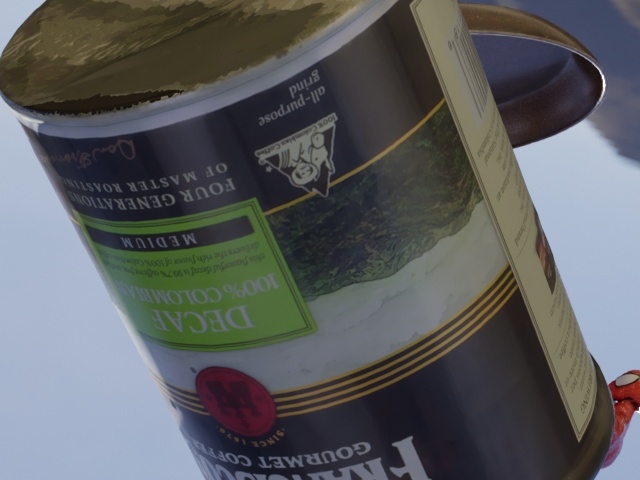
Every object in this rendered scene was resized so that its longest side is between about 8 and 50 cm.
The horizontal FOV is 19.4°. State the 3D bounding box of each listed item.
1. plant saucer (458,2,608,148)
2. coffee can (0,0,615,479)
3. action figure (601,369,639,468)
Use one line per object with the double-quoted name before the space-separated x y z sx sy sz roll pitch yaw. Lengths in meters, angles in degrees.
"plant saucer" 0.103 -0.144 1.695 0.311 0.050 0.310 -2 162 -1
"coffee can" 0.000 0.000 0.868 0.201 0.275 0.201 -18 -151 11
"action figure" 0.113 0.151 1.387 0.139 0.280 0.091 57 171 25
